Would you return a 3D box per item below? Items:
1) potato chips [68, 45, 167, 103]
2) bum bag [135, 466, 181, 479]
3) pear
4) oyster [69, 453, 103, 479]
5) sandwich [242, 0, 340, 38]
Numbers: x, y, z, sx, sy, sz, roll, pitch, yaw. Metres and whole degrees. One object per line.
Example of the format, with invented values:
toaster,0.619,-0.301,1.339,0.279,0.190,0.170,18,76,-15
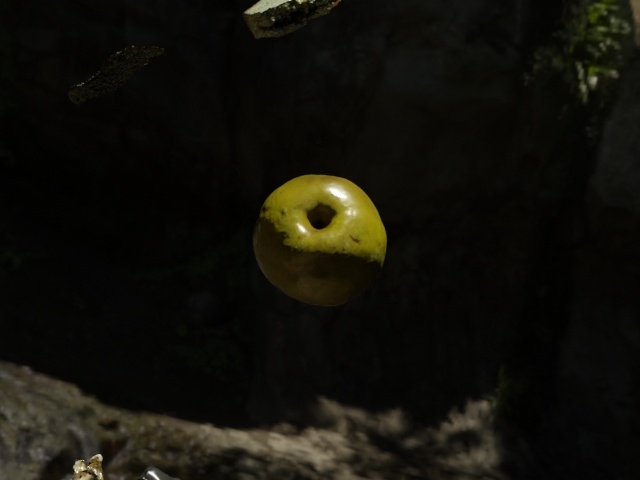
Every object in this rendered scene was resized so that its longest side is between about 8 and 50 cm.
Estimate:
potato chips,-0.316,-0.258,1.476,0.209,0.026,0.142,-23,3,24
bum bag,-0.201,0.372,1.088,0.080,0.142,0.326,-19,19,11
pear,0.000,0.000,1.063,0.149,0.148,0.162,13,-13,7
oyster,-0.280,0.276,1.043,0.083,0.080,0.038,4,-15,-19
sandwich,-0.029,-0.262,1.069,0.105,0.093,0.035,-12,-63,25
